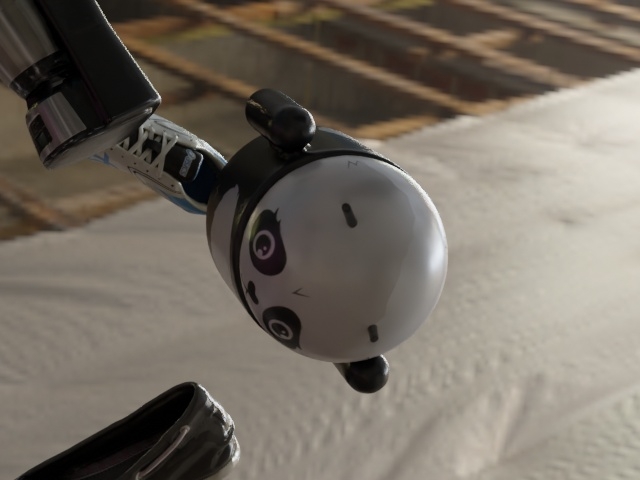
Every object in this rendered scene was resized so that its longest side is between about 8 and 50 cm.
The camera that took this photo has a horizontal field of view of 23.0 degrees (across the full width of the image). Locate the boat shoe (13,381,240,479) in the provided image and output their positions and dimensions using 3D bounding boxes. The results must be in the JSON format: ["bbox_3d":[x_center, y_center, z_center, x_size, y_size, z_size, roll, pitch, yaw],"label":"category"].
[{"bbox_3d":[-0.242,0.239,1.536,0.335,0.095,0.112,-27,-143,-6],"label":"boat shoe"}]

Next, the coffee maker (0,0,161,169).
[{"bbox_3d":[-0.229,-0.178,1.487,0.171,0.178,0.120,-32,179,-9],"label":"coffee maker"}]

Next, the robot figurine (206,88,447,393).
[{"bbox_3d":[-0.003,-0.001,1.291,0.209,0.173,0.278,31,-176,-19],"label":"robot figurine"}]

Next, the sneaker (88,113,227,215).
[{"bbox_3d":[-0.182,-0.100,1.697,0.237,0.085,0.086,29,164,-33],"label":"sneaker"}]
